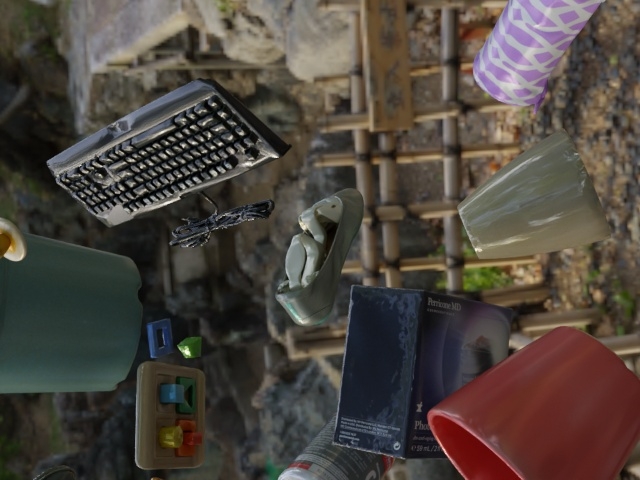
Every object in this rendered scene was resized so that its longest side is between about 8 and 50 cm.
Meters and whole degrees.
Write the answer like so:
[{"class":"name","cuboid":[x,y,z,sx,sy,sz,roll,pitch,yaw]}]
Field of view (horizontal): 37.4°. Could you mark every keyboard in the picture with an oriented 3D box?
[{"class":"keyboard","cuboid":[-0.154,-0.062,1.042,0.317,0.201,0.033,-17,44,44]}]

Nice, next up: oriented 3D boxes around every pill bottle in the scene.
[{"class":"pill bottle","cuboid":[0.053,0.446,1.922,0.161,0.283,0.161,21,130,27]}]

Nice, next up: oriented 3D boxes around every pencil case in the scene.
[{"class":"pencil case","cuboid":[0.225,-0.220,0.922,0.086,0.088,0.206,-60,-1,-35]}]

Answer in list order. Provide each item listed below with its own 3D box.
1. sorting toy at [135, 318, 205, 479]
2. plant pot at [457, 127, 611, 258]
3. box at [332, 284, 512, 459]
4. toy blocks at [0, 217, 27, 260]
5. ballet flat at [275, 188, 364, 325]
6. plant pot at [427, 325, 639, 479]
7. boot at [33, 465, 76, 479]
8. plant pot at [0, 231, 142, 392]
[{"class":"sorting toy","cuboid":[-0.251,0.311,1.667,0.196,0.047,0.348,25,-119,-63]},{"class":"plant pot","cuboid":[0.447,-0.070,2.050,0.256,0.274,0.257,-23,-90,-79]},{"class":"box","cuboid":[0.195,0.246,1.747,0.182,0.296,0.294,0,81,44]},{"class":"toy blocks","cuboid":[-0.395,0.042,0.989,0.123,0.148,0.054,-21,106,41]},{"class":"ballet flat","cuboid":[0.000,0.000,1.080,0.072,0.068,0.213,-19,38,35]},{"class":"plant pot","cuboid":[0.339,0.277,1.404,0.275,0.243,0.275,45,163,17]},{"class":"boot","cuboid":[-0.433,0.481,1.600,0.208,0.189,0.076,16,124,34]},{"class":"plant pot","cuboid":[-0.516,0.130,1.684,0.341,0.334,0.341,-23,63,55]}]
